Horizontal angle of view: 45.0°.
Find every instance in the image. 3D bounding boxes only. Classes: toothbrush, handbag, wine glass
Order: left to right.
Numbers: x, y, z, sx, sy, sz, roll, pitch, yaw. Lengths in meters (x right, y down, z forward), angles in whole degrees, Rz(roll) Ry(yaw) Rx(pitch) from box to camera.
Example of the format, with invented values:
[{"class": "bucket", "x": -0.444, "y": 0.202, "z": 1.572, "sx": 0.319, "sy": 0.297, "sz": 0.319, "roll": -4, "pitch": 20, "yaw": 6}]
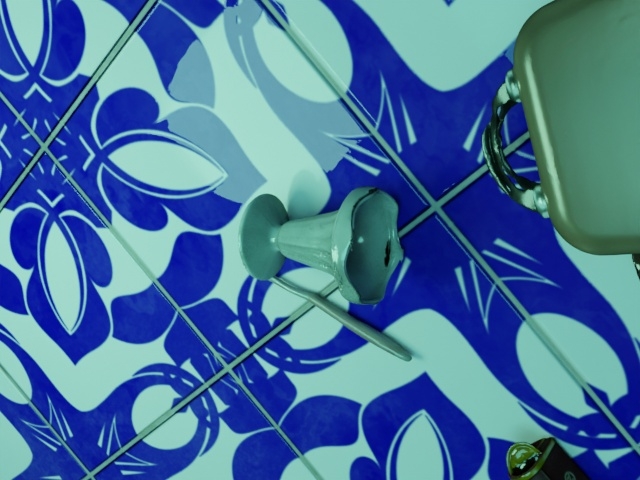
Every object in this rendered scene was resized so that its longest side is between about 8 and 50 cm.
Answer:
[{"class": "wine glass", "x": 0.000, "y": 0.000, "z": 1.085, "sx": 0.196, "sy": 0.165, "sz": 0.165, "roll": 6, "pitch": 113, "yaw": 33}, {"class": "toothbrush", "x": 0.009, "y": 0.099, "z": 1.190, "sx": 0.307, "sy": 0.025, "sz": 0.030, "roll": 31, "pitch": 113, "yaw": 13}, {"class": "handbag", "x": 0.314, "y": -0.130, "z": 0.850, "sx": 0.283, "sy": 0.149, "sz": 0.302, "roll": -12, "pitch": 97, "yaw": 33}]

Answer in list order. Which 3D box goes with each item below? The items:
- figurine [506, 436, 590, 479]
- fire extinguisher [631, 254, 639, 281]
[{"class": "figurine", "x": 0.319, "y": 0.354, "z": 1.098, "sx": 0.154, "sy": 0.098, "sz": 0.082, "roll": 47, "pitch": 127, "yaw": -1}, {"class": "fire extinguisher", "x": 0.476, "y": -0.012, "z": 0.877, "sx": 0.231, "sy": 0.071, "sz": 0.099, "roll": -22, "pitch": 74, "yaw": 36}]
